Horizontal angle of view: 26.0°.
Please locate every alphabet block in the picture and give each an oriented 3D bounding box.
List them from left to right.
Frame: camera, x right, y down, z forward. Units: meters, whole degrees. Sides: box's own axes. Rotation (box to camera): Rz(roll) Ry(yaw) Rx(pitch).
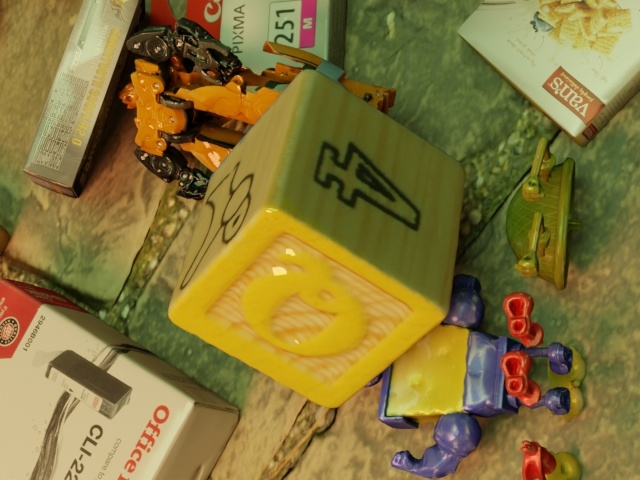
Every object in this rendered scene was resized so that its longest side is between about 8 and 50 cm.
[{"bbox_3d":[0.000,0.000,1.272,0.192,0.193,0.197,-46,21,42],"label":"alphabet block"}]

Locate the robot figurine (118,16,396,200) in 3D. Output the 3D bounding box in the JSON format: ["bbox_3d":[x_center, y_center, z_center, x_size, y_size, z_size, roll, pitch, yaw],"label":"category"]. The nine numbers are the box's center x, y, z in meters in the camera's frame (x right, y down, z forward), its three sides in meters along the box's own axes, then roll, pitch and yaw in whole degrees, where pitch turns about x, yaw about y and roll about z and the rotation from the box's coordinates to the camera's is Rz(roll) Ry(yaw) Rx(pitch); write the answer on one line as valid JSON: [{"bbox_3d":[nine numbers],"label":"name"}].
[{"bbox_3d":[-0.071,-0.120,1.414,0.291,0.085,0.211,18,130,19],"label":"robot figurine"}]

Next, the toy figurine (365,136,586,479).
[{"bbox_3d":[0.118,0.090,1.286,0.217,0.191,0.363,-1,77,26],"label":"toy figurine"}]

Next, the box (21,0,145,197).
[{"bbox_3d":[-0.247,-0.165,1.476,0.056,0.183,0.231,19,85,-7],"label":"box"}]

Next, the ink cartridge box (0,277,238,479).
[{"bbox_3d":[-0.252,0.191,1.438,0.273,0.114,0.197,29,91,23],"label":"ink cartridge box"}]

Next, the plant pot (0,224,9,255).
[{"bbox_3d":[-0.398,0.000,1.552,0.081,0.083,0.081,31,91,23],"label":"plant pot"}]

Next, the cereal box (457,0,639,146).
[{"bbox_3d":[0.276,-0.235,1.362,0.240,0.047,0.173,-47,67,6],"label":"cereal box"}]

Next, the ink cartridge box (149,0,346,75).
[{"bbox_3d":[-0.089,-0.294,1.510,0.238,0.060,0.275,-1,78,20],"label":"ink cartridge box"}]
